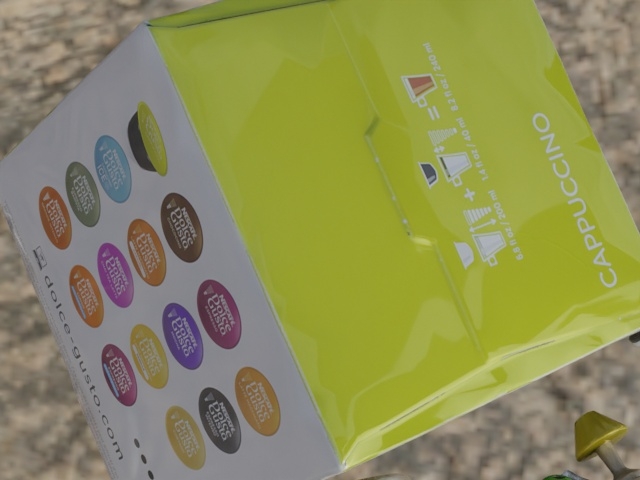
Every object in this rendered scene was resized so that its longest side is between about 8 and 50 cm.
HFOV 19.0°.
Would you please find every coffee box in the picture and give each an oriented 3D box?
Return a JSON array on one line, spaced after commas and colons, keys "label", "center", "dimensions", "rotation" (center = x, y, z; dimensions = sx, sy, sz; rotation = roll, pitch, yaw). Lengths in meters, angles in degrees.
[{"label": "coffee box", "center": [0.000, 0.000, 1.487], "dimensions": [0.338, 0.334, 0.338], "rotation": [-20, 84, -34]}]

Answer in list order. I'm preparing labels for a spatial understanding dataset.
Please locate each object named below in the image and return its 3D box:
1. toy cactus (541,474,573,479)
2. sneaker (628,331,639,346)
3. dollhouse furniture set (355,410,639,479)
[{"label": "toy cactus", "center": [0.120, 0.246, 1.085], "dimensions": [0.219, 0.180, 0.112], "rotation": [-54, 127, -18]}, {"label": "sneaker", "center": [0.368, 0.039, 1.662], "dimensions": [0.208, 0.081, 0.094], "rotation": [-42, 105, 11]}, {"label": "dollhouse furniture set", "center": [0.179, 0.208, 1.545], "dimensions": [0.286, 0.303, 0.198], "rotation": [-2, 52, -53]}]
